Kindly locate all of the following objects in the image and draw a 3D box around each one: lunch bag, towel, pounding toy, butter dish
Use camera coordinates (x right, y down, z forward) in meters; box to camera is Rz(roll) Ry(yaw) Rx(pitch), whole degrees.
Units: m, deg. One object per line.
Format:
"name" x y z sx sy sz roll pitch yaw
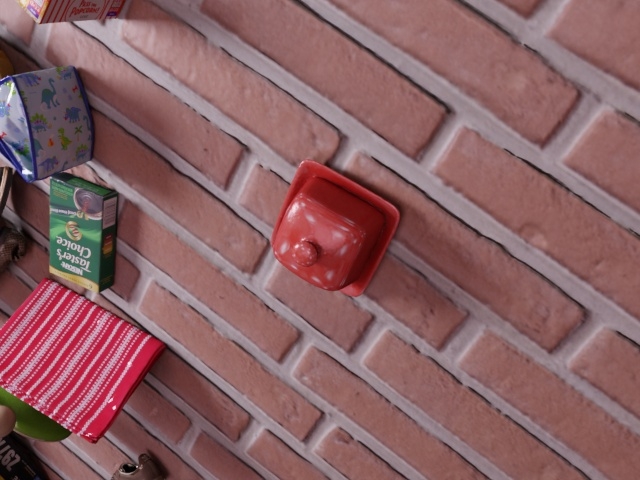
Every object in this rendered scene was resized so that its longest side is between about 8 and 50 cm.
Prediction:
"lunch bag" -0.417 -0.175 0.952 0.096 0.129 0.151 -7 109 28
"towel" -0.428 0.197 1.081 0.275 0.199 0.031 26 152 13
"pounding toy" -0.509 0.258 1.138 0.110 0.237 0.183 -48 65 7
"butter dish" 0.000 0.000 0.838 0.160 0.118 0.160 30 119 10

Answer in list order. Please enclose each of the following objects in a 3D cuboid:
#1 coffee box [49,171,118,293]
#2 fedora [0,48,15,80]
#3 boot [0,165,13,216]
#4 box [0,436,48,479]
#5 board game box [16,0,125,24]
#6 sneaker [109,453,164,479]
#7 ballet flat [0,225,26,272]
"coffee box" -0.400 -0.011 1.062 0.113 0.040 0.184 21 117 16
"fedora" -0.549 -0.264 1.006 0.194 0.079 0.194 11 121 19
"boot" -0.618 -0.054 1.070 0.137 0.077 0.197 24 98 -28
"box" -0.772 0.465 1.366 0.257 0.079 0.322 -14 117 27
"board game box" -0.380 -0.374 0.846 0.193 0.147 0.045 44 122 2
"sneaker" -0.382 0.477 1.248 0.188 0.066 0.071 -32 78 26
"ballet flat" -0.617 0.059 1.180 0.058 0.084 0.250 31 125 -33
